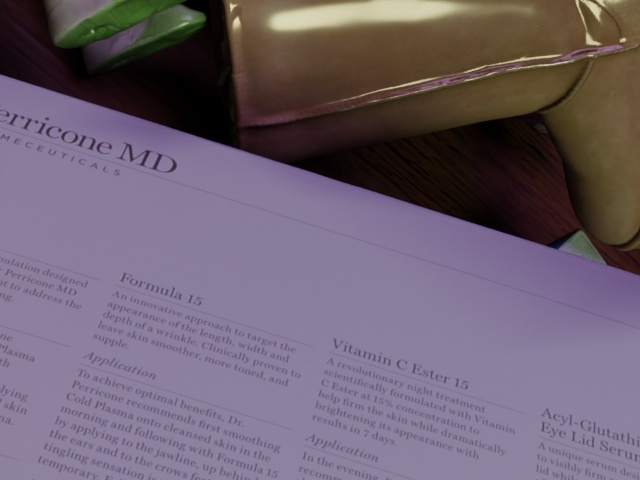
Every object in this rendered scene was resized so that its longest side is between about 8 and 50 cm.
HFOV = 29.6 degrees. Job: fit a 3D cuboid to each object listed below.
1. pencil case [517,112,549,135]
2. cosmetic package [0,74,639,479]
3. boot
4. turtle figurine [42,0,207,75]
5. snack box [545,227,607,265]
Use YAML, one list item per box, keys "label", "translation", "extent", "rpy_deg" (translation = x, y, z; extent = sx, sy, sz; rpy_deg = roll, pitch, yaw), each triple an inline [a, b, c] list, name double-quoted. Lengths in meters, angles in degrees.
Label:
- label: "pencil case"
  translation: [0.084, -0.187, 0.808]
  extent: [0.386, 0.167, 0.160]
  rpy_deg: [17, 71, -39]
- label: "cosmetic package"
  translation: [-0.019, 0.102, 0.428]
  extent: [0.377, 0.097, 0.284]
  rpy_deg: [18, 48, -1]
- label: "boot"
  translation: [0.077, -0.078, 0.716]
  extent: [0.269, 0.236, 0.089]
  rpy_deg: [-11, 31, -12]
- label: "turtle figurine"
  translation: [-0.109, -0.237, 0.605]
  extent: [0.274, 0.198, 0.266]
  rpy_deg: [-24, 90, -34]
- label: "snack box"
  translation: [0.198, 0.166, 0.750]
  extent: [0.322, 0.060, 0.187]
  rpy_deg: [56, 39, 0]
